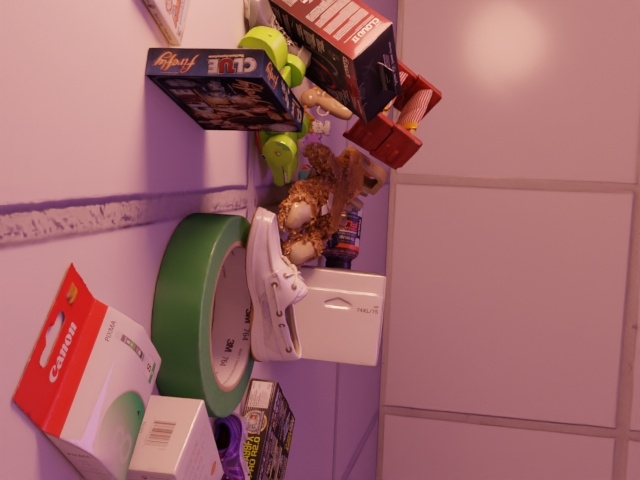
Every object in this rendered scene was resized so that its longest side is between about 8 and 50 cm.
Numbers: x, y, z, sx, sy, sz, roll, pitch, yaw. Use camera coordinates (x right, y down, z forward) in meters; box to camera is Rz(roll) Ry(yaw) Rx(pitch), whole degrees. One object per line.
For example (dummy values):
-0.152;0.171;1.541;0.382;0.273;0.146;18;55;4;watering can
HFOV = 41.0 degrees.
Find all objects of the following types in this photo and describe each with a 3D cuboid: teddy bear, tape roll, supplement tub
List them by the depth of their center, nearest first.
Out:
-0.171;0.117;1.364;0.321;0.077;0.321;4;90;-78;tape roll
-0.015;-0.082;1.835;0.245;0.113;0.338;69;35;-44;teddy bear
0.057;-0.015;2.317;0.106;0.106;0.197;46;48;-74;supplement tub

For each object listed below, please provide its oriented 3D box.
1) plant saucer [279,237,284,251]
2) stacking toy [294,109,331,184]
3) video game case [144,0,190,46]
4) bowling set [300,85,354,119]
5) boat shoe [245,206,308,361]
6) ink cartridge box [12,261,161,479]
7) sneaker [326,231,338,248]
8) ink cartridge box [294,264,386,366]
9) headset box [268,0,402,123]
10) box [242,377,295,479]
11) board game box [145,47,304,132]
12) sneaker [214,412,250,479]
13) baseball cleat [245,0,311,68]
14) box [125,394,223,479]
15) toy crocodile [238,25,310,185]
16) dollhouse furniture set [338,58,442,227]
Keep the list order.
-0.096;0.103;1.800;0.241;0.037;0.241;3;90;-79;plant saucer
-0.028;-0.189;2.016;0.167;0.052;0.221;-10;107;-74;stacking toy
-0.209;-0.373;1.183;0.143;0.019;0.157;63;33;-67;video game case
0.035;-0.383;2.079;0.200;0.154;0.287;99;12;-66;bowling set
-0.067;0.076;1.423;0.098;0.096;0.277;-63;153;-62;boat shoe
-0.262;0.162;1.009;0.224;0.056;0.181;80;17;-52;ink cartridge box
0.000;-0.001;2.103;0.152;0.085;0.058;-56;148;-67;sneaker
0.035;0.162;1.925;0.270;0.198;0.197;38;58;-88;ink cartridge box
0.031;-0.376;1.652;0.110;0.293;0.218;-44;155;-11;headset box
-0.119;0.446;1.736;0.216;0.060;0.270;75;22;-57;box
-0.130;-0.214;1.249;0.243;0.165;0.042;41;54;-74;board game box
-0.171;0.391;1.516;0.071;0.068;0.170;14;70;-62;sneaker
-0.073;-0.376;1.600;0.206;0.109;0.072;73;33;-53;baseball cleat
-0.209;0.323;1.203;0.130;0.091;0.170;-73;161;-50;box
-0.088;-0.245;1.623;0.340;0.105;0.115;85;21;-49;toy crocodile
0.109;-0.226;2.034;0.374;0.152;0.201;-46;-166;48;dollhouse furniture set
